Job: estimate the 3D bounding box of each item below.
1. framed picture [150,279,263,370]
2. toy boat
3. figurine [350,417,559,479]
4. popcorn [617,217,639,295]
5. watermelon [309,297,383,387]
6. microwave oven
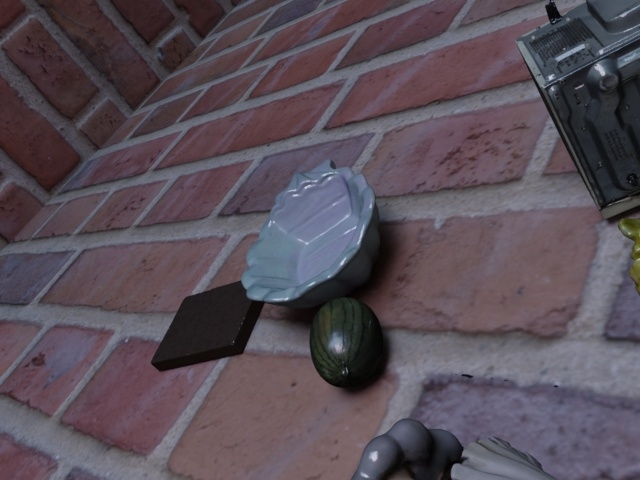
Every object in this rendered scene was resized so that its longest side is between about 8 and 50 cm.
[{"bbox_3d":[-0.156,0.118,0.967,0.169,0.023,0.127,-18,35,35],"label":"framed picture"},{"bbox_3d":[0.000,0.000,0.869,0.199,0.100,0.290,-31,30,15],"label":"toy boat"},{"bbox_3d":[0.176,0.193,0.292,0.387,0.207,0.166,16,79,46],"label":"figurine"},{"bbox_3d":[0.288,0.016,0.522,0.097,0.089,0.109,-44,29,16],"label":"popcorn"},{"bbox_3d":[0.027,0.107,0.708,0.078,0.078,0.110,-29,31,20],"label":"watermelon"},{"bbox_3d":[0.329,-0.162,0.616,0.241,0.194,0.145,-26,32,20],"label":"microwave oven"}]
